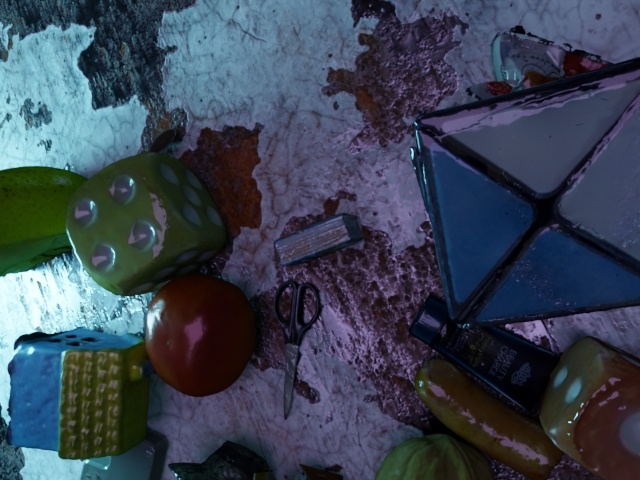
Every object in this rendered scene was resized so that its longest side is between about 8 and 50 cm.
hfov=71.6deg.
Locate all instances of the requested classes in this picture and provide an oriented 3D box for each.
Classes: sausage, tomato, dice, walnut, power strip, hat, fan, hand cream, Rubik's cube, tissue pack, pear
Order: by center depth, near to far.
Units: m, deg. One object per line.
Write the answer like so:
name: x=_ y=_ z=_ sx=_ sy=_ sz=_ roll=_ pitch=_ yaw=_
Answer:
Rubik's cube: x=0.316 y=-0.072 z=0.664 sx=0.306 sy=0.310 sz=0.306 roll=-11 pitch=101 yaw=18
dice: x=0.468 y=0.266 z=0.704 sx=0.173 sy=0.179 sz=0.175 roll=27 pitch=102 yaw=10
walnut: x=0.203 y=0.454 z=0.778 sx=0.227 sy=0.228 sz=0.228 roll=0 pitch=89 yaw=18
sausage: x=0.292 y=0.317 z=0.802 sx=0.270 sy=0.109 sz=0.109 roll=34 pitch=99 yaw=15
hand cream: x=0.304 y=0.204 z=0.830 sx=0.270 sy=0.061 sz=0.120 roll=29 pitch=93 yaw=8
tissue pack: x=0.000 y=0.000 z=0.894 sx=0.155 sy=0.115 sz=0.065 roll=-23 pitch=83 yaw=17
hat: x=-0.182 y=0.499 z=0.929 sx=0.265 sy=0.266 sz=0.128 roll=25 pitch=60 yaw=17
tomato: x=-0.263 y=0.198 z=0.943 sx=0.259 sy=0.180 sz=0.260 roll=-1 pitch=87 yaw=20
dice: x=-0.368 y=-0.031 z=0.957 sx=0.238 sy=0.226 sz=0.233 roll=-33 pitch=82 yaw=13
pear: x=-0.724 y=-0.050 z=1.030 sx=0.342 sy=0.318 sz=0.239 roll=-21 pitch=87 yaw=14
fan: x=-0.370 y=-0.218 z=1.035 sx=0.085 sy=0.005 sz=0.134 roll=-31 pitch=44 yaw=11
power strip: x=-0.480 y=0.577 z=1.065 sx=0.193 sy=0.059 sz=0.265 roll=13 pitch=93 yaw=13

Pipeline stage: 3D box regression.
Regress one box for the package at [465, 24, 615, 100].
package: x=0.410 y=-0.262 z=0.799 sx=0.269 sy=0.071 sz=0.194 roll=27 pitch=100 yaw=3

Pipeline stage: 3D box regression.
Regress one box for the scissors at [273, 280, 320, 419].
scissors: x=-0.060 y=0.238 z=0.958 sx=0.108 sy=0.022 sz=0.301 roll=5 pitch=92 yaw=21

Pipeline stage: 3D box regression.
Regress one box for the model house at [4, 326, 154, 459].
model house: x=-0.509 y=0.328 z=0.988 sx=0.302 sy=0.215 sz=0.238 roll=2 pitch=90 yaw=22

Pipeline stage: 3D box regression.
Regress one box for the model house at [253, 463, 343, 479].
model house: x=-0.021 y=0.524 z=0.828 sx=0.135 sy=0.219 sz=0.208 roll=-32 pitch=100 yaw=6
